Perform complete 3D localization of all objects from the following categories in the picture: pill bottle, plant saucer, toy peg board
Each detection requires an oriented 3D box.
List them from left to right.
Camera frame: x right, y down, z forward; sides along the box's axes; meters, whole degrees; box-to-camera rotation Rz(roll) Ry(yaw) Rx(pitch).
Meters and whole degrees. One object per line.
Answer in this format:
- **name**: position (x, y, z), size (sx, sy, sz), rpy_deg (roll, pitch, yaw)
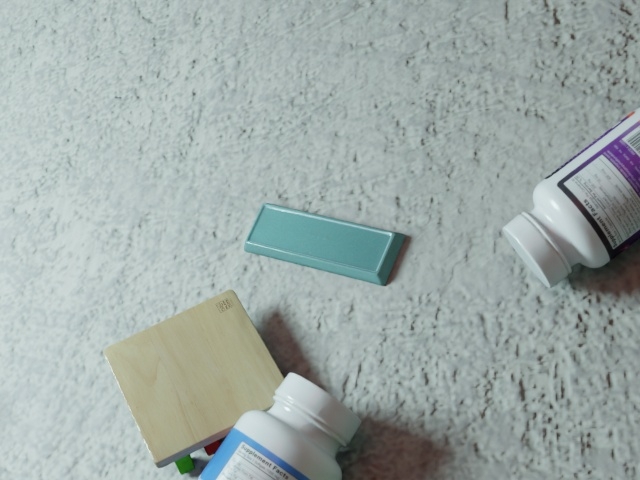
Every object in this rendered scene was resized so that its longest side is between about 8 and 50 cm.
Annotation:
- **toy peg board**: position (-0.130, 0.164, 1.382), size (0.161, 0.079, 0.161), rpy_deg (-26, 54, -10)
- **pill bottle**: position (-0.056, 0.249, 1.259), size (0.124, 0.124, 0.221), rpy_deg (27, 75, 33)
- **plant saucer**: position (0.000, 0.000, 1.440), size (0.192, 0.018, 0.067), rpy_deg (14, 69, 29)
- **pill bottle**: position (0.286, -0.040, 1.279), size (0.193, 0.108, 0.108), rpy_deg (-37, 54, 1)
